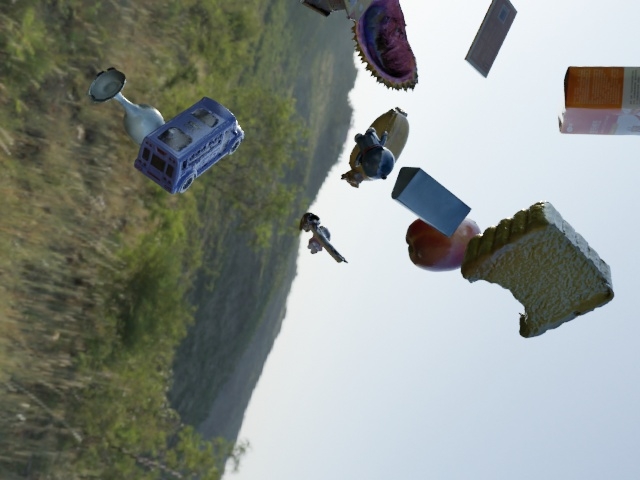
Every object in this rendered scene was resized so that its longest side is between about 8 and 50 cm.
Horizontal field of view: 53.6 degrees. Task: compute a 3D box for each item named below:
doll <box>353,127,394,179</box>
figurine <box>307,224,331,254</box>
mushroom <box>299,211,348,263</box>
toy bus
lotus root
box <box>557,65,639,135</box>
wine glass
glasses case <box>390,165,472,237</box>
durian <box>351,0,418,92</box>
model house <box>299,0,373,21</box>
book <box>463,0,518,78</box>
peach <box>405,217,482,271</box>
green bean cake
[{"bbox_3d":[0.141,-0.219,1.646,0.151,0.114,0.085,66,6,25],"label":"doll"},{"bbox_3d":[0.000,0.000,2.085,0.054,0.072,0.129,-29,-162,29],"label":"figurine"},{"bbox_3d":[0.008,0.000,1.789,0.061,0.187,0.060,-39,176,36],"label":"mushroom"},{"bbox_3d":[-0.290,-0.237,1.472,0.292,0.126,0.133,-50,174,-45],"label":"toy bus"},{"bbox_3d":[0.187,-0.289,2.009,0.303,0.131,0.146,-55,-158,-6],"label":"lotus root"},{"bbox_3d":[0.914,-0.424,1.939,0.225,0.342,0.143,37,60,-70],"label":"box"},{"bbox_3d":[-0.613,-0.413,2.079,0.321,0.144,0.143,52,42,-57],"label":"wine glass"},{"bbox_3d":[0.284,-0.103,1.648,0.105,0.266,0.056,-53,-136,9],"label":"glasses case"},{"bbox_3d":[0.173,-0.514,1.689,0.186,0.154,0.260,-8,83,-78],"label":"durian"},{"bbox_3d":[0.038,-0.648,1.500,0.219,0.136,0.207,-61,141,-26],"label":"model house"},{"bbox_3d":[0.559,-0.672,2.071,0.170,0.018,0.241,16,102,-53],"label":"book"},{"bbox_3d":[0.376,0.003,1.919,0.196,0.226,0.189,99,-19,-69],"label":"peach"},{"bbox_3d":[0.433,0.058,1.281,0.233,0.236,0.124,-37,-164,35],"label":"green bean cake"}]
